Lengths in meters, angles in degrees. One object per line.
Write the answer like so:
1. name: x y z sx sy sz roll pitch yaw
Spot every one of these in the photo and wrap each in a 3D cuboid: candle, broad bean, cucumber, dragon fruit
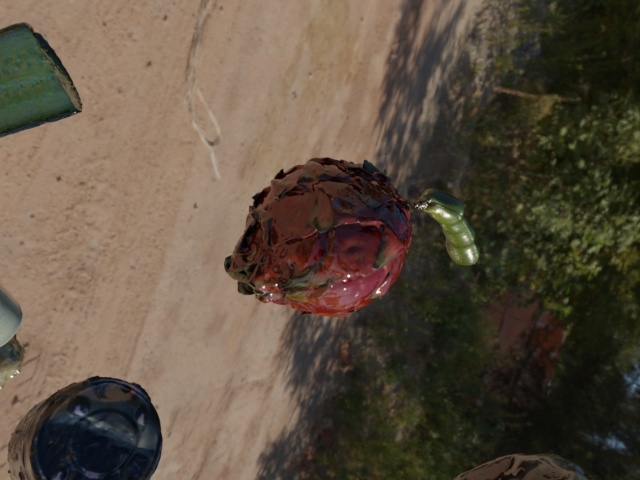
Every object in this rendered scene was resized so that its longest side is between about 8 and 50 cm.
1. candle: -0.383 0.320 0.922 0.330 0.187 0.187 -27 -159 49
2. broad bean: 0.189 -0.016 0.841 0.052 0.052 0.256 -40 150 7
3. cucumber: -0.361 -0.191 0.715 0.062 0.115 0.117 -130 -158 -77
4. dragon fruit: 0.000 0.000 0.908 0.298 0.244 0.244 -23 150 -5

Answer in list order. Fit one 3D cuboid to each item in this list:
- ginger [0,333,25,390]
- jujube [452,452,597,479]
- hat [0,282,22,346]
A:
1. ginger: -0.755 0.314 1.221 0.155 0.244 0.304 59 47 -82
2. jujube: 0.199 0.360 0.515 0.226 0.225 0.317 28 47 -71
3. hat: -0.584 0.052 0.977 0.258 0.167 0.301 -94 164 -44
